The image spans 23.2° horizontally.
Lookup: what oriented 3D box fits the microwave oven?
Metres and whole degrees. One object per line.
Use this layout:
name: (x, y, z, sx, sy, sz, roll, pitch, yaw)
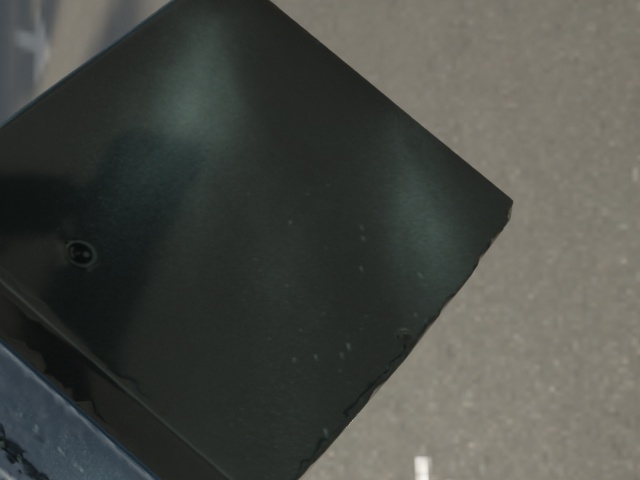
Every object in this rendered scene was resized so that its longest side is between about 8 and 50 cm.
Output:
microwave oven: (-0.126, 0.101, 0.965, 0.374, 0.236, 0.432, -47, -5, -42)
